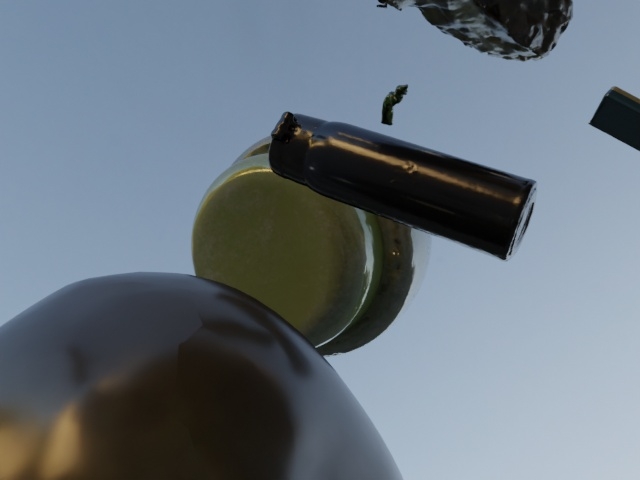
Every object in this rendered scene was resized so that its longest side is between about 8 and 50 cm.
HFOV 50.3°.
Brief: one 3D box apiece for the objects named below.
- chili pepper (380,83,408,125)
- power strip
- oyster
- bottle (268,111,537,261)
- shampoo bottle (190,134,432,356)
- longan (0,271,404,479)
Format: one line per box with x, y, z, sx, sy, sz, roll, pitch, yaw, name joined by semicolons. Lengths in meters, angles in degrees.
0.106;-0.201;1.003;0.027;0.022;0.083;45;-33;14;chili pepper
0.428;-0.152;0.908;0.123;0.032;0.056;36;-35;19;power strip
0.142;-0.248;0.617;0.110;0.166;0.341;9;-18;48;oyster
0.066;-0.054;0.614;0.244;0.072;0.082;22;-16;21;bottle
0.000;0.000;0.982;0.322;0.317;0.322;6;-78;30;shampoo bottle
-0.103;0.204;0.441;0.361;0.361;0.361;9;-48;10;longan
